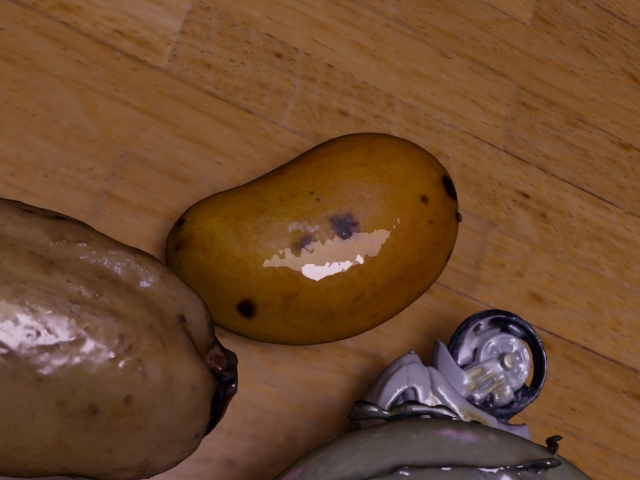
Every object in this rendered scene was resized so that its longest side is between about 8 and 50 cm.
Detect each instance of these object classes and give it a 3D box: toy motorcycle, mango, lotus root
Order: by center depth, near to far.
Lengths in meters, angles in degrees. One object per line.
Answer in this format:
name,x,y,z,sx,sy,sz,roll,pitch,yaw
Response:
lotus root,-0.147,0.044,0.382,0.221,0.118,0.125,20,20,-18
toy motorcycle,0.066,0.150,0.454,0.151,0.074,0.228,5,79,-11
mango,0.003,0.002,0.476,0.178,0.090,0.115,-27,73,-25

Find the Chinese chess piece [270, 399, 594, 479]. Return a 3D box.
Chinese chess piece,0.051,0.194,0.368,0.238,0.092,0.237,0,86,5
